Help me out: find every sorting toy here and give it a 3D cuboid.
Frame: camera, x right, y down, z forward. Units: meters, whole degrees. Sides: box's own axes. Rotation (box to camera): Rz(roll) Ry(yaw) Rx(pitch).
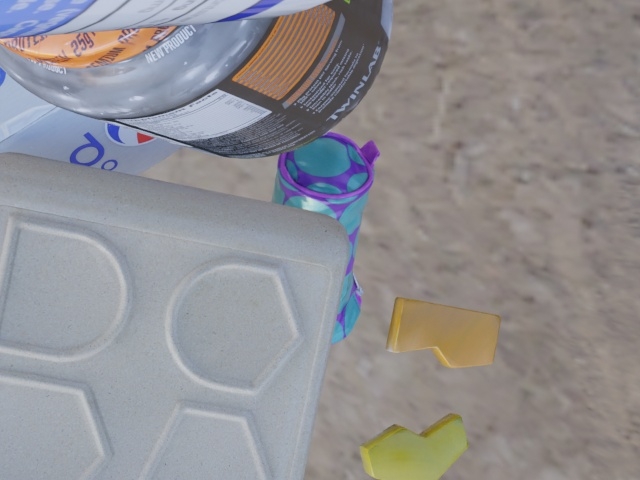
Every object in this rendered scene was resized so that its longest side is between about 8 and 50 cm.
[{"bbox_3d":[-0.060,0.089,1.048,0.307,0.041,0.229,11,88,-13],"label":"sorting toy"}]

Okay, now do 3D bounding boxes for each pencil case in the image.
[{"bbox_3d":[0.000,0.000,1.237,0.070,0.064,0.151,-12,138,-16],"label":"pencil case"}]

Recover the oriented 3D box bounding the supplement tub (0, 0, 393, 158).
[{"bbox_3d":[-0.050,-0.093,0.632,0.117,0.190,0.117,-1,86,15],"label":"supplement tub"}]

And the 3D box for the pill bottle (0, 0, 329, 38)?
[{"bbox_3d":[-0.060,-0.121,0.404,0.272,0.152,0.152,-12,96,-40],"label":"pill bottle"}]

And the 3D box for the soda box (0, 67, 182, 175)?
[{"bbox_3d":[-0.162,-0.077,1.082,0.286,0.098,0.091,-32,57,7],"label":"soda box"}]
